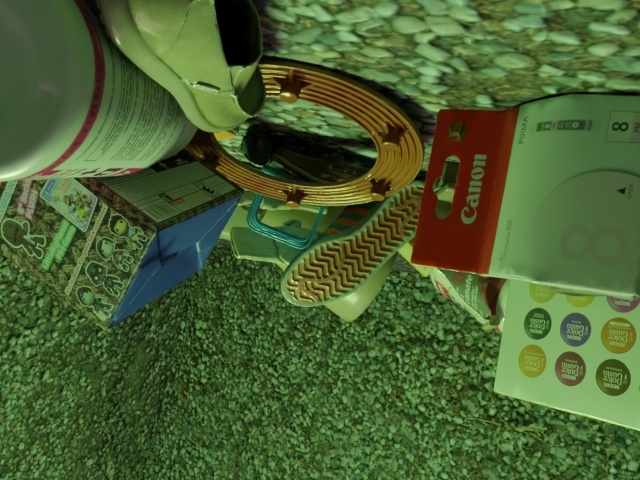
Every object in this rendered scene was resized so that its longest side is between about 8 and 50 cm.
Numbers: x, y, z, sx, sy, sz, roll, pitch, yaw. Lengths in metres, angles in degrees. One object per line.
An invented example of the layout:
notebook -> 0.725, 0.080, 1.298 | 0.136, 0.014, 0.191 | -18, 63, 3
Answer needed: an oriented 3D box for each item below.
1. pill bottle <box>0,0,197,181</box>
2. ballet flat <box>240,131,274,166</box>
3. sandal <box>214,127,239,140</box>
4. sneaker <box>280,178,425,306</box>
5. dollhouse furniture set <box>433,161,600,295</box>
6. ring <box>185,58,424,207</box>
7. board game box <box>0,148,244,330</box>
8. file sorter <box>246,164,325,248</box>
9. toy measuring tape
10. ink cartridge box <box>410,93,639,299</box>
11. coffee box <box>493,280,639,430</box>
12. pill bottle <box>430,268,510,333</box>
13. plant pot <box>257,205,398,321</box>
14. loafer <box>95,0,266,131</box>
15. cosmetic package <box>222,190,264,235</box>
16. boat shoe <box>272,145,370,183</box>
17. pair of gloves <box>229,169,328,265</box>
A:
pill bottle -> -0.213, -0.136, 0.570 | 0.160, 0.161, 0.283 | 10, -171, 8
ballet flat -> -0.106, -0.138, 1.037 | 0.057, 0.049, 0.173 | 9, 177, -2
sandal -> -0.236, -0.153, 1.022 | 0.265, 0.076, 0.102 | 5, 171, 46
sneaker -> 0.060, 0.001, 1.092 | 0.108, 0.302, 0.121 | 54, 180, -14
dollhouse furniture set -> 0.279, -0.024, 0.890 | 0.241, 0.161, 0.212 | 11, 174, -3
ring -> -0.035, -0.115, 0.828 | 0.336, 0.032, 0.337 | 9, 158, 4
board game box -> -0.280, -0.065, 0.773 | 0.291, 0.141, 0.232 | 35, -159, 6
file sorter -> -0.053, -0.056, 1.075 | 0.118, 0.105, 0.170 | 23, -175, -2
toy measuring tape -> 0.225, 0.013, 1.176 | 0.330, 0.121, 0.121 | 44, 179, 9
ink cartridge box -> 0.208, -0.051, 0.644 | 0.232, 0.189, 0.066 | 9, 173, 25
coffee box -> 0.534, 0.128, 1.013 | 0.338, 0.335, 0.337 | 15, 173, -35
pill bottle -> 0.332, 0.062, 1.288 | 0.176, 0.176, 0.318 | 15, -168, -32
plant pot -> 0.000, 0.000, 1.385 | 0.274, 0.257, 0.256 | 29, 171, -10
loafer -> -0.090, -0.164, 0.553 | 0.092, 0.102, 0.268 | -10, 175, 12
cosmetic package -> -0.162, -0.056, 1.529 | 0.296, 0.129, 0.153 | 15, 174, -40
boat shoe -> 0.009, -0.116, 1.015 | 0.177, 0.060, 0.064 | 21, -175, -21
pair of gloves -> -0.069, -0.045, 1.213 | 0.204, 0.240, 0.042 | 11, 135, -19
